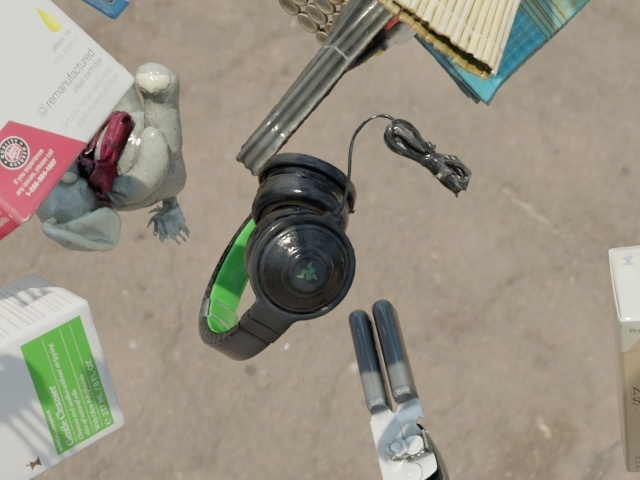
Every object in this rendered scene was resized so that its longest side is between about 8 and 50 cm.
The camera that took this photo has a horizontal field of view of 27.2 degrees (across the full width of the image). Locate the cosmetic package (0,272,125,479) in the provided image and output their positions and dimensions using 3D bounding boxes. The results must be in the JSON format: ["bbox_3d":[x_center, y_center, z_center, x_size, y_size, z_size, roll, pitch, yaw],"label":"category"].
[{"bbox_3d":[-0.447,0.212,1.608,0.365,0.197,0.155,-30,31,-30],"label":"cosmetic package"}]

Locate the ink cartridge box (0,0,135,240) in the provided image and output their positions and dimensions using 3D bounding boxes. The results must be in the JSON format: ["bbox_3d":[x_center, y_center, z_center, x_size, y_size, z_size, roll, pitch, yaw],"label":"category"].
[{"bbox_3d":[-0.462,-0.211,1.591,0.384,0.160,0.279,43,51,-17],"label":"ink cartridge box"}]

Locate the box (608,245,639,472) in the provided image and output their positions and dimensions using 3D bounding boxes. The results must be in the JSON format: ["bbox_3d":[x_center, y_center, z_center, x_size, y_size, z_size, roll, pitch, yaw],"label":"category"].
[{"bbox_3d":[0.440,0.148,1.643,0.148,0.311,0.121,-6,45,11],"label":"box"}]

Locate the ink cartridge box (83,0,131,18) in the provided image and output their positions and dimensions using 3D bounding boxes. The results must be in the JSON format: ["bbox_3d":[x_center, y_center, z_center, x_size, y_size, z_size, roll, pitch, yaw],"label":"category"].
[{"bbox_3d":[-0.179,-0.283,1.165,0.104,0.180,0.060,31,55,-20],"label":"ink cartridge box"}]

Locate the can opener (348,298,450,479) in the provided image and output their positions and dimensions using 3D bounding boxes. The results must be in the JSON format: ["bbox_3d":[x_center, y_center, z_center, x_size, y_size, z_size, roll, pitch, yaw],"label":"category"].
[{"bbox_3d":[0.097,0.209,1.744,0.074,0.093,0.280,-23,54,13],"label":"can opener"}]

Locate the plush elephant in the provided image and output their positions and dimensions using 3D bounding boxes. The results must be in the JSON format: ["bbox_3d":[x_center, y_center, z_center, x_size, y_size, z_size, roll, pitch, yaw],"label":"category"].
[{"bbox_3d":[-0.363,-0.113,2.123,0.255,0.330,0.272,-21,24,-26],"label":"plush elephant"}]

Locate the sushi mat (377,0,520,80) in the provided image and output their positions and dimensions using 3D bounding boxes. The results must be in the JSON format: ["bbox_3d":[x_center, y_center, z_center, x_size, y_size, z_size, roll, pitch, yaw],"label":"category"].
[{"bbox_3d":[0.102,-0.258,0.965,0.151,0.019,0.316,37,47,-16],"label":"sushi mat"}]

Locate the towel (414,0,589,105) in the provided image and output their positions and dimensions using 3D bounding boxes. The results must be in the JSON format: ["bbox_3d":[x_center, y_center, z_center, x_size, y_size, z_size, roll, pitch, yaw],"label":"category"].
[{"bbox_3d":[0.268,-0.368,1.681,0.271,0.370,0.040,38,11,-43],"label":"towel"}]

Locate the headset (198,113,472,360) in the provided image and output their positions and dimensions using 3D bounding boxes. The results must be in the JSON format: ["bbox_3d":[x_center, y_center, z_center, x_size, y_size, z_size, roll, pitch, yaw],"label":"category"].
[{"bbox_3d":[0.000,0.000,1.641,0.185,0.394,0.243,31,32,-20],"label":"headset"}]

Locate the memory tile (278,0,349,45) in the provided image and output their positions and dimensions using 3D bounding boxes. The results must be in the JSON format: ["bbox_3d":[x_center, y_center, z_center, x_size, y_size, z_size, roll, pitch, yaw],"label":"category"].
[{"bbox_3d":[0.001,-0.322,1.830,0.113,0.148,0.012,43,69,-5],"label":"memory tile"}]

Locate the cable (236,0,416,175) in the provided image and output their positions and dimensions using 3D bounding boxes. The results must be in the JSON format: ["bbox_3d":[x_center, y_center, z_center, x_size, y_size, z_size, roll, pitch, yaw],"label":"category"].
[{"bbox_3d":[0.037,-0.159,1.140,0.072,0.139,0.287,40,53,-12],"label":"cable"}]
